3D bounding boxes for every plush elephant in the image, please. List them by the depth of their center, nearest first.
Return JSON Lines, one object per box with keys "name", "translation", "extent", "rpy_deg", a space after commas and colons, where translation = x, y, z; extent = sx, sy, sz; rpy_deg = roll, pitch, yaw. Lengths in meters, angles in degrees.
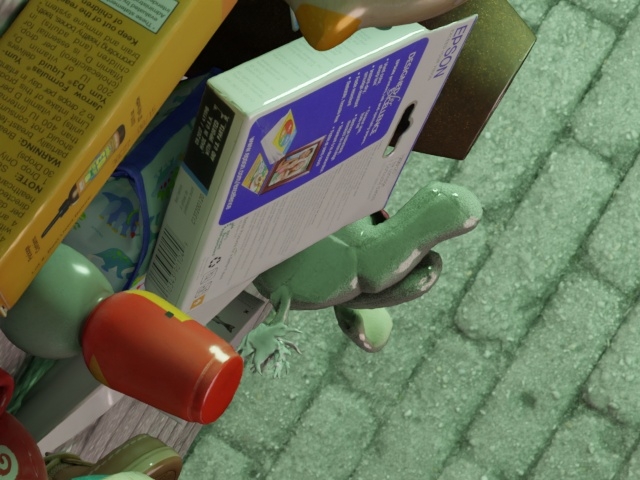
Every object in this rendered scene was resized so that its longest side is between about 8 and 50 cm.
{"name": "plush elephant", "translation": [0.000, 0.000, 1.530], "extent": [0.330, 0.271, 0.255], "rpy_deg": [-59, -177, 4]}

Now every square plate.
{"name": "square plate", "translation": [-0.145, 0.068, 1.231], "extent": [0.347, 0.049, 0.344], "rpy_deg": [-43, 177, 7]}

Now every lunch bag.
{"name": "lunch bag", "translation": [-0.123, -0.041, 0.904], "extent": [0.151, 0.096, 0.129], "rpy_deg": [-49, -176, 48]}

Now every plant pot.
{"name": "plant pot", "translation": [0.036, -0.163, 0.973], "extent": [0.215, 0.230, 0.215], "rpy_deg": [-58, 175, -8]}

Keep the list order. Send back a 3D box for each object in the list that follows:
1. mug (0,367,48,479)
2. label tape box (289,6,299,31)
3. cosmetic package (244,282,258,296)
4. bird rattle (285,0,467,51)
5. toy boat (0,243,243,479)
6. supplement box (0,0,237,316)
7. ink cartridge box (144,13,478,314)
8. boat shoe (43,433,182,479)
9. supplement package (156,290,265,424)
{"name": "mug", "translation": [-0.259, 0.156, 0.802], "extent": [0.169, 0.113, 0.150], "rpy_deg": [-29, 119, -72]}
{"name": "label tape box", "translation": [0.090, -0.313, 0.811], "extent": [0.348, 0.115, 0.249], "rpy_deg": [-56, 151, -43]}
{"name": "cosmetic package", "translation": [-0.112, 0.045, 1.799], "extent": [0.099, 0.060, 0.239], "rpy_deg": [-62, 174, 19]}
{"name": "bird rattle", "translation": [0.020, -0.203, 0.613], "extent": [0.253, 0.207, 0.143], "rpy_deg": [-29, 179, -19]}
{"name": "toy boat", "translation": [-0.154, 0.163, 0.745], "extent": [0.267, 0.148, 0.318], "rpy_deg": [-16, 128, -65]}
{"name": "supplement box", "translation": [-0.132, -0.079, 0.686], "extent": [0.233, 0.080, 0.078], "rpy_deg": [-59, 175, -18]}
{"name": "ink cartridge box", "translation": [-0.009, -0.058, 0.863], "extent": [0.208, 0.045, 0.206], "rpy_deg": [-27, 155, -36]}
{"name": "boat shoe", "translation": [-0.232, 0.230, 1.095], "extent": [0.109, 0.098, 0.302], "rpy_deg": [-13, 158, -51]}
{"name": "supplement package", "translation": [-0.155, 0.118, 1.543], "extent": [0.105, 0.105, 0.179], "rpy_deg": [-60, 176, 25]}
